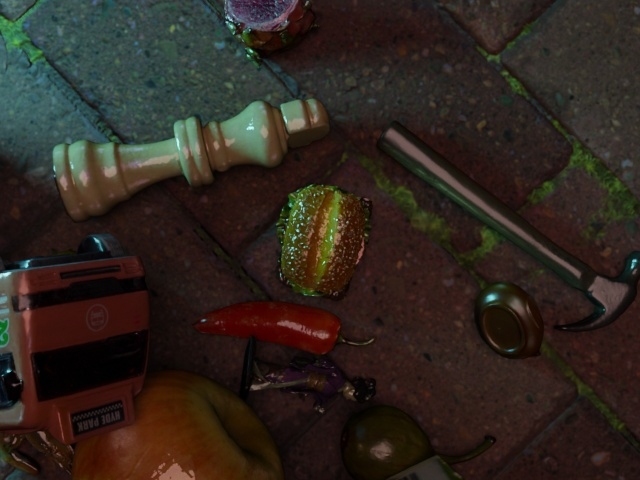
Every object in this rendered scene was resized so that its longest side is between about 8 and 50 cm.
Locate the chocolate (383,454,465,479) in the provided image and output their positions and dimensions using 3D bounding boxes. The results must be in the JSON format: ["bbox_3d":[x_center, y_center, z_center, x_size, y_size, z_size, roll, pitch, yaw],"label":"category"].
[{"bbox_3d":[0.102,0.463,1.155,0.300,0.137,0.289,-24,115,0],"label":"chocolate"}]

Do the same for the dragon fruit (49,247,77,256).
[{"bbox_3d":[-0.341,0.075,1.252,0.175,0.142,0.138,11,130,30],"label":"dragon fruit"}]

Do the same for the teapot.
[{"bbox_3d":[0.280,0.117,1.261,0.098,0.078,0.129,-22,97,39],"label":"teapot"}]

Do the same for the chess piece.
[{"bbox_3d":[-0.179,-0.128,1.261,0.397,0.117,0.117,-14,86,-2],"label":"chess piece"}]

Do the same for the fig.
[{"bbox_3d":[0.143,0.300,1.240,0.236,0.124,0.124,7,86,-19],"label":"fig"}]

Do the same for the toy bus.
[{"bbox_3d":[-0.410,0.132,1.101,0.426,0.203,0.233,-10,89,39],"label":"toy bus"}]

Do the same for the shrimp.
[{"bbox_3d":[-0.417,0.305,1.263,0.162,0.045,0.095,45,88,1],"label":"shrimp"}]

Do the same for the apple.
[{"bbox_3d":[-0.189,0.314,1.153,0.233,0.286,0.286,-43,87,11],"label":"apple"}]

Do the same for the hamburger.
[{"bbox_3d":[0.000,0.000,1.259,0.137,0.087,0.166,16,86,2],"label":"hamburger"}]

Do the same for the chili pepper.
[{"bbox_3d":[-0.053,0.125,1.266,0.272,0.063,0.071,8,61,4],"label":"chili pepper"}]

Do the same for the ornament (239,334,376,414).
[{"bbox_3d":[-0.018,0.210,1.248,0.203,0.088,0.081,17,64,-7],"label":"ornament"}]

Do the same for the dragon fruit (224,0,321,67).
[{"bbox_3d":[-0.084,-0.313,1.279,0.147,0.102,0.096,17,79,11],"label":"dragon fruit"}]

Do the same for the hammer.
[{"bbox_3d":[0.272,-0.032,1.283,0.440,0.044,0.168,38,86,3],"label":"hammer"}]
